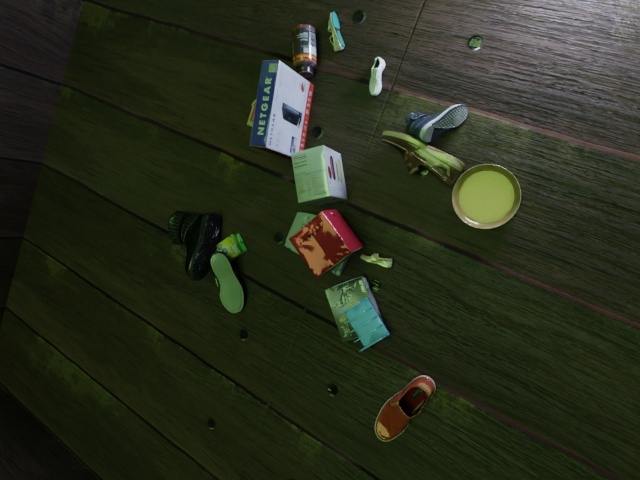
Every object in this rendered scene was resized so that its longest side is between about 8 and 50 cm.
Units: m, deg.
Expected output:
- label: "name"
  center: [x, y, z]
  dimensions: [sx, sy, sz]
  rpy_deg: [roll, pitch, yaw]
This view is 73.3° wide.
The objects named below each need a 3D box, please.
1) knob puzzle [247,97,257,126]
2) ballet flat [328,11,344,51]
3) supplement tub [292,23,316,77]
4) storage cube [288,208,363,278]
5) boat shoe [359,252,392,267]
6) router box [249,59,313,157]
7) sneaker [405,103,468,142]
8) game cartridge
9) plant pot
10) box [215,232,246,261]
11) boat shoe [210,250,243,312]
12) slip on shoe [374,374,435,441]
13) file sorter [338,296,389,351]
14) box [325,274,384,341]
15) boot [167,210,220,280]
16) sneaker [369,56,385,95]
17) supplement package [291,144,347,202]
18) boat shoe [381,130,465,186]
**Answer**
- label: "knob puzzle"
  center: [-0.244, -0.600, 1.972]
  dimensions: [0.212, 0.030, 0.214]
  rpy_deg: [0, 90, 25]
- label: "ballet flat"
  center: [0.056, -0.882, 1.819]
  dimensions: [0.052, 0.057, 0.169]
  rpy_deg: [-17, 83, 34]
- label: "supplement tub"
  center: [-0.070, -0.810, 1.849]
  dimensions: [0.105, 0.106, 0.198]
  rpy_deg: [-1, 90, 25]
- label: "storage cube"
  center: [0.028, 0.008, 1.701]
  dimensions: [0.183, 0.215, 0.193]
  rpy_deg: [-39, 82, 19]
- label: "boat shoe"
  center: [0.229, 0.074, 1.751]
  dimensions: [0.135, 0.050, 0.045]
  rpy_deg: [17, 94, 14]
- label: "router box"
  center: [-0.153, -0.523, 1.782]
  dimensions: [0.082, 0.301, 0.336]
  rpy_deg: [12, 96, 25]
- label: "sneaker"
  center: [0.428, -0.461, 1.631]
  dimensions: [0.226, 0.086, 0.163]
  rpy_deg: [-30, 34, -12]
- label: "game cartridge"
  center: [0.000, 0.000, 1.852]
  dimensions: [0.294, 0.060, 0.196]
  rpy_deg: [28, 105, 22]
- label: "plant pot"
  center: [0.607, -0.160, 1.581]
  dimensions: [0.236, 0.032, 0.237]
  rpy_deg: [0, 91, 26]
- label: "box"
  center: [-0.441, 0.048, 2.062]
  dimensions: [0.179, 0.043, 0.105]
  rpy_deg: [-33, 77, 20]
- label: "boat shoe"
  center: [-0.434, 0.192, 2.025]
  dimensions: [0.114, 0.091, 0.303]
  rpy_deg: [-13, 105, -8]
- label: "slip on shoe"
  center: [0.320, 0.663, 1.682]
  dimensions: [0.123, 0.101, 0.331]
  rpy_deg: [43, 108, 17]
- label: "file sorter"
  center: [0.166, 0.330, 1.686]
  dimensions: [0.118, 0.104, 0.170]
  rpy_deg: [-35, 77, 20]
- label: "box"
  center: [0.141, 0.282, 1.786]
  dimensions: [0.182, 0.056, 0.231]
  rpy_deg: [-23, 81, 23]
- label: "boot"
  center: [-0.634, 0.020, 2.070]
  dimensions: [0.259, 0.131, 0.349]
  rpy_deg: [1, 68, 26]
- label: "sneaker"
  center: [0.222, -0.665, 1.740]
  dimensions: [0.053, 0.061, 0.153]
  rpy_deg: [10, 96, 23]
- label: "supplement package"
  center: [0.000, -0.260, 1.771]
  dimensions: [0.149, 0.194, 0.203]
  rpy_deg: [-10, 87, 24]
- label: "boat shoe"
  center: [0.370, -0.311, 1.644]
  dimensions: [0.341, 0.123, 0.123]
  rpy_deg: [30, 101, 15]
